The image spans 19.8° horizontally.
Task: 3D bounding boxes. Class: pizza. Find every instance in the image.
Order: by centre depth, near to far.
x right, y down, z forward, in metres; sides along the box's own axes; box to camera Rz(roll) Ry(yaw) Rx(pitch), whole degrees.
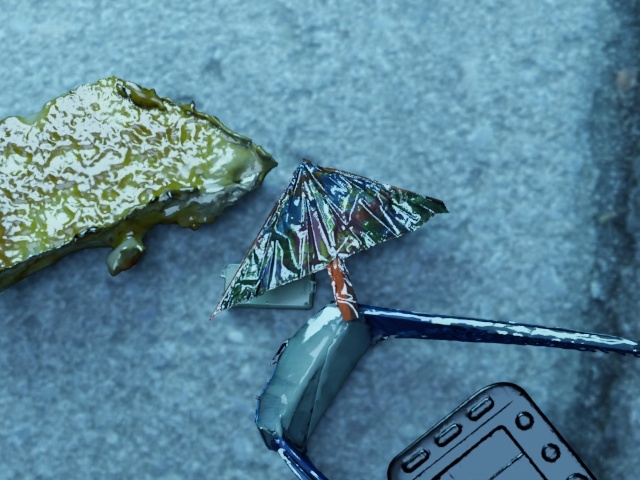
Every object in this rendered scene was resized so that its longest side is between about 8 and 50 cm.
[{"bbox_3d":[-0.190,-0.057,1.677,0.297,0.071,0.189,-19,64,3],"label":"pizza"}]

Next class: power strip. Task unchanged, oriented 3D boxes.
[{"bbox_3d":[-0.047,0.042,1.657,0.090,0.016,0.040,1,78,10],"label":"power strip"}]

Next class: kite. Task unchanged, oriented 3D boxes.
[{"bbox_3d":[0.000,0.000,1.626,0.232,0.009,0.189,-22,51,4],"label":"kite"}]

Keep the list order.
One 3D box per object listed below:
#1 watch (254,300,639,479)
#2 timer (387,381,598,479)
[{"bbox_3d":[0.099,0.126,1.540,0.274,0.068,0.276,34,80,39],"label":"watch"},{"bbox_3d":[0.163,0.227,1.565,0.144,0.055,0.187,-39,78,2],"label":"timer"}]
